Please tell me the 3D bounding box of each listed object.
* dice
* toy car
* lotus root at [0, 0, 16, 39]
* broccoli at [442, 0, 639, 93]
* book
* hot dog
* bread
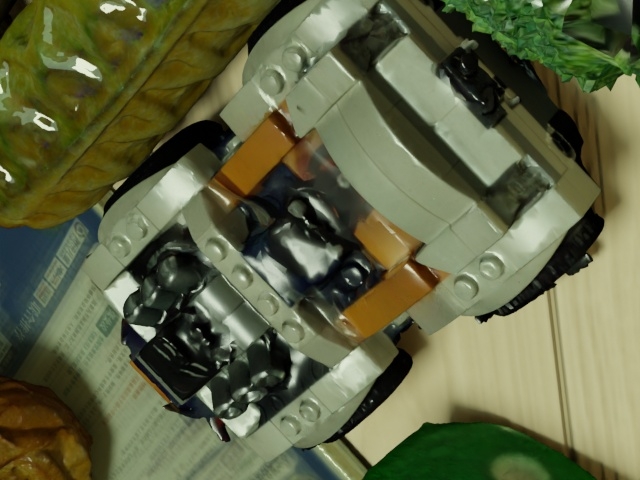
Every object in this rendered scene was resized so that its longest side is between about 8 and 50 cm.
[{"bbox_3d":[0.081,0.180,0.787,0.131,0.120,0.128,23,126,28],"label":"dice"},{"bbox_3d":[-0.002,0.001,0.760,0.193,0.118,0.301,47,128,-2],"label":"toy car"},{"bbox_3d":[-0.231,-0.208,0.797,0.173,0.173,0.309,12,126,31],"label":"lotus root"},{"bbox_3d":[0.153,-0.148,0.517,0.270,0.270,0.270,-5,141,37],"label":"broccoli"},{"bbox_3d":[-0.114,0.111,0.958,0.322,0.018,0.228,47,132,6],"label":"book"},{"bbox_3d":[-0.246,0.160,0.988,0.227,0.160,0.099,-31,51,53],"label":"hot dog"},{"bbox_3d":[-0.117,-0.092,0.792,0.269,0.098,0.087,-40,63,42],"label":"bread"}]
